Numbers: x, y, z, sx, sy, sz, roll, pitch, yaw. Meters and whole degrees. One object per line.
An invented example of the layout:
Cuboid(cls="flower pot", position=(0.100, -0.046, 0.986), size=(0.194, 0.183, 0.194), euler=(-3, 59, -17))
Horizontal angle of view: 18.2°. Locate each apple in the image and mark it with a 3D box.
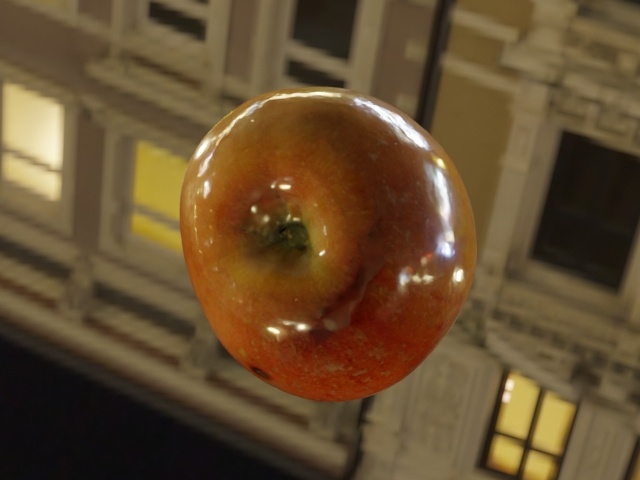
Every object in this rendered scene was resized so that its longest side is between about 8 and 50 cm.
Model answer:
Cuboid(cls="apple", position=(0.000, 0.000, 1.596), size=(0.253, 0.253, 0.253), euler=(5, -139, -4))
